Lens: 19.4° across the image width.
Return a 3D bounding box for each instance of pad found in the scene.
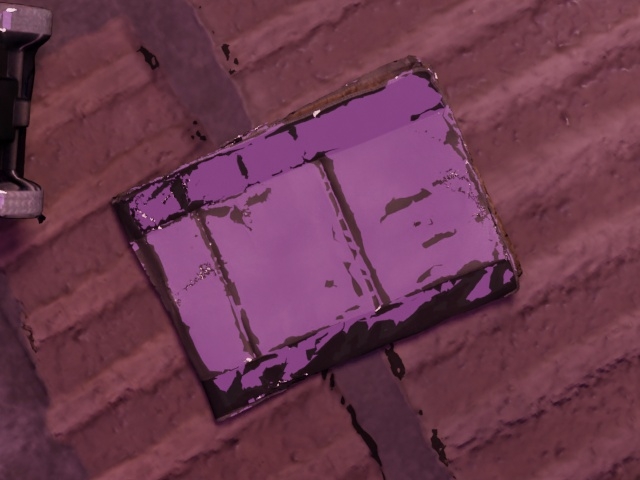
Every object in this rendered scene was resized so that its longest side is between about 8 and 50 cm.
[{"bbox_3d":[0.000,0.000,1.246,0.233,0.022,0.174,-25,95,4],"label":"pad"}]

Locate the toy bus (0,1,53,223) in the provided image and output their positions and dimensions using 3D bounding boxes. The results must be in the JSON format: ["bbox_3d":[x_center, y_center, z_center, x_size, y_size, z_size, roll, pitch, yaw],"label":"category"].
[{"bbox_3d":[-0.254,-0.079,1.088,0.153,0.329,0.143,5,95,3],"label":"toy bus"}]
